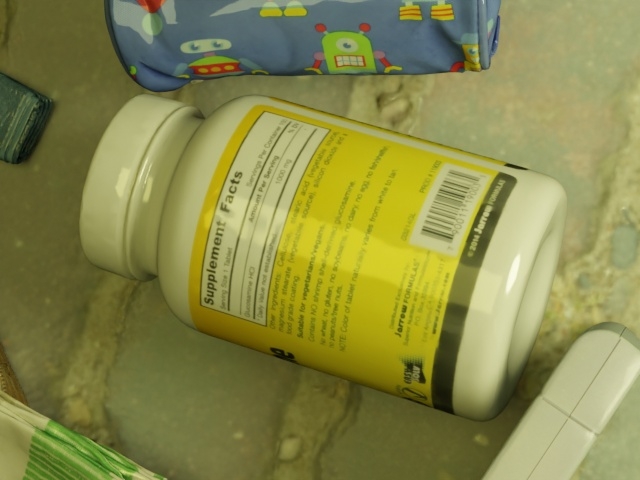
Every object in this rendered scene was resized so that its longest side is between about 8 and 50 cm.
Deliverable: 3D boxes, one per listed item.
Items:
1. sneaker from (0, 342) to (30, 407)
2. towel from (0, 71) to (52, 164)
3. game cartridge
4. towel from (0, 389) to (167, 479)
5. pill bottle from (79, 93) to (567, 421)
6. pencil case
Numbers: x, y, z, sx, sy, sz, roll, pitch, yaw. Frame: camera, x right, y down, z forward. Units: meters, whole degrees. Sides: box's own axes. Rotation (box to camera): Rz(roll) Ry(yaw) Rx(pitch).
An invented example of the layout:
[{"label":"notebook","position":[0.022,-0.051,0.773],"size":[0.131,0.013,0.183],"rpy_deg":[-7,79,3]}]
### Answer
[{"label":"sneaker","position":[-0.288,0.130,1.361],"size":[0.067,0.042,0.118],"rpy_deg":[-28,75,10]},{"label":"towel","position":[-0.289,-0.116,1.381],"size":[0.119,0.029,0.067],"rpy_deg":[28,94,14]},{"label":"game cartridge","position":[0.134,0.188,1.165],"size":[0.062,0.198,0.297],"rpy_deg":[35,95,14]},{"label":"towel","position":[-0.297,0.229,1.336],"size":[0.324,0.038,0.248],"rpy_deg":[26,107,15]},{"label":"pill bottle","position":[0.000,0.000,1.216],"size":[0.333,0.188,0.188],"rpy_deg":[17,92,16]},{"label":"pencil case","position":[-0.011,-0.177,1.243],"size":[0.306,0.133,0.119],"rpy_deg":[-3,50,15]}]
